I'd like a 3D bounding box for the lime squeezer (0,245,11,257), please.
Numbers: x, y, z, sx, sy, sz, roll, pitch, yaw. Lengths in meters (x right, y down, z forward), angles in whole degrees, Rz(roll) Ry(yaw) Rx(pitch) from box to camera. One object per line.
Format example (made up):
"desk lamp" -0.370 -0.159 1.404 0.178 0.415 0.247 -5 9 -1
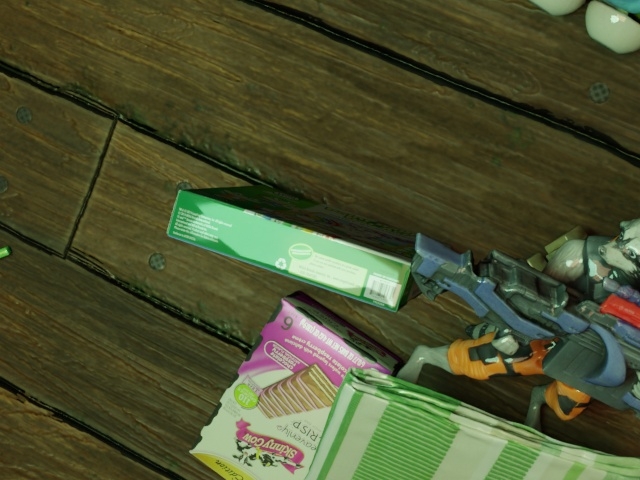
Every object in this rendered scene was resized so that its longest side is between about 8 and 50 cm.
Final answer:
"lime squeezer" -0.540 0.115 1.296 0.110 0.059 0.310 34 102 12

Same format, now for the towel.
"towel" 0.156 0.255 1.017 0.325 0.038 0.248 17 136 0

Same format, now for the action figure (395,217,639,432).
"action figure" 0.214 0.066 0.934 0.341 0.178 0.330 32 135 -15

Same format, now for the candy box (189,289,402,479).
"candy box" -0.031 0.201 1.145 0.159 0.071 0.233 33 103 11

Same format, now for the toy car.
"toy car" 0.302 -0.292 0.972 0.182 0.136 0.159 35 103 11

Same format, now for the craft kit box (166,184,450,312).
"craft kit box" 0.000 0.000 1.029 0.250 0.246 0.061 18 96 14

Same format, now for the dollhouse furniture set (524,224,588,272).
"dollhouse furniture set" 0.320 0.046 1.052 0.144 0.123 0.151 56 141 6
